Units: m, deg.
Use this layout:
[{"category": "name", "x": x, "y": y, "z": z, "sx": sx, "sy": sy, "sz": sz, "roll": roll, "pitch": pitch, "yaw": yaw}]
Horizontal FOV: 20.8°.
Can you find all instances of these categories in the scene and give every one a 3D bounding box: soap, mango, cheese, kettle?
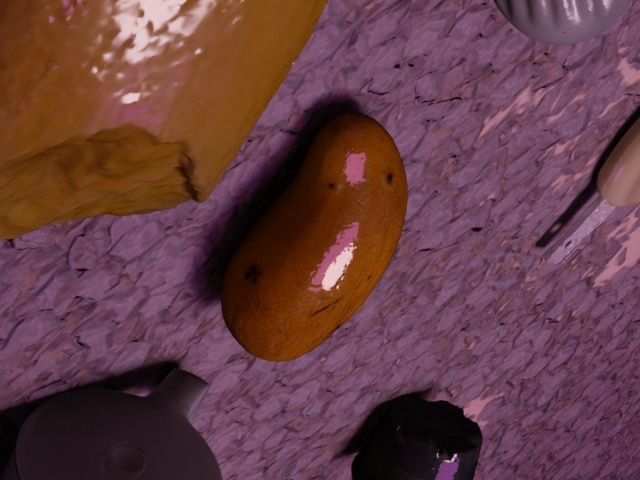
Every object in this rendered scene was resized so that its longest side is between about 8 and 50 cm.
[{"category": "soap", "x": -0.117, "y": -0.137, "z": 1.177, "sx": 0.306, "sy": 0.115, "sz": 0.427, "roll": -9, "pitch": 140, "yaw": -43}, {"category": "mango", "x": 0.003, "y": 0.004, "z": 1.573, "sx": 0.157, "sy": 0.109, "sz": 0.262, "roll": -7, "pitch": 137, "yaw": -44}, {"category": "cheese", "x": 0.347, "y": -0.064, "z": 2.007, "sx": 0.251, "sy": 0.054, "sz": 0.127, "roll": -50, "pitch": 150, "yaw": 18}, {"category": "kettle", "x": -0.211, "y": 0.303, "z": 1.650, "sx": 0.265, "sy": 0.205, "sz": 0.318, "roll": -13, "pitch": 140, "yaw": -40}]

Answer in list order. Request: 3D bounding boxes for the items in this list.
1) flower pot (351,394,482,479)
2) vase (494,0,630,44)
[{"category": "flower pot", "x": 0.125, "y": 0.260, "z": 2.118, "sx": 0.157, "sy": 0.157, "sz": 0.107, "roll": -13, "pitch": 130, "yaw": -45}, {"category": "vase", "x": 0.181, "y": -0.266, "z": 1.383, "sx": 0.128, "sy": 0.128, "sz": 0.248, "roll": -37, "pitch": 145, "yaw": -8}]
